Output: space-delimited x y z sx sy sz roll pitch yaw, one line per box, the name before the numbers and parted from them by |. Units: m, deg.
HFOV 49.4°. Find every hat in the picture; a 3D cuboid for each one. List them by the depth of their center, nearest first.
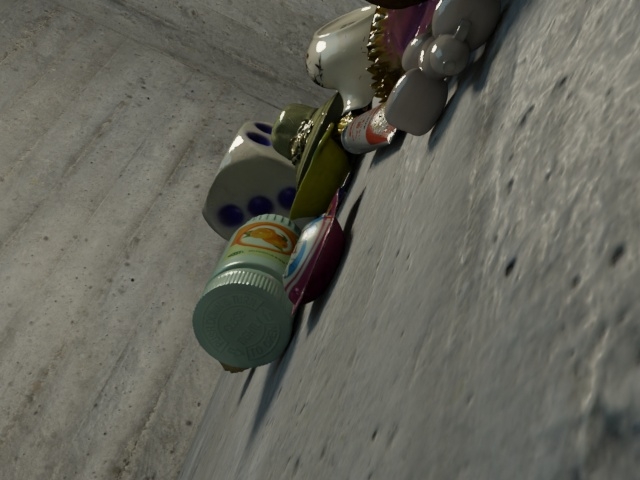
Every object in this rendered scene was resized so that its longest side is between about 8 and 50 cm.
hat | -0.041 -0.217 1.404 0.252 0.110 0.251 24 -90 -86

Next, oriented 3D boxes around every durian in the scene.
durian | 0.135 -0.360 1.029 0.191 0.112 0.341 -167 99 -82

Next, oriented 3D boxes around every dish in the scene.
dish | 0.012 -0.113 1.297 0.148 0.080 0.207 -67 3 -62

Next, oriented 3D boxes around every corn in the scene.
corn | 0.059 -0.210 1.327 0.203 0.072 0.072 -138 73 -84

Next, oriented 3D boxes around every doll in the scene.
doll | 0.120 -0.186 0.686 0.160 0.059 0.161 119 174 -49

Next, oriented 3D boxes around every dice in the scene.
dice | -0.121 -0.127 1.689 0.243 0.259 0.251 -78 14 -61

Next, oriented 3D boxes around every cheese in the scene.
cheese | 0.000 0.000 1.002 0.155 0.062 0.244 119 174 -54

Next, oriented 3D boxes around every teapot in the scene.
teapot | 0.086 -0.356 1.309 0.208 0.165 0.300 -24 12 34

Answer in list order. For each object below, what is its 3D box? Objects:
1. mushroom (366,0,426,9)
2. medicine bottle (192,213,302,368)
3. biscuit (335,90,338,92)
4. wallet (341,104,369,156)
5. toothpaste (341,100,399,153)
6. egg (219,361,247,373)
mushroom | 0.131 -0.376 0.713 0.297 0.163 0.278 -36 20 34
medicine bottle | -0.107 0.071 1.207 0.318 0.158 0.158 -80 15 -67
biscuit | 0.105 -0.487 2.026 0.281 0.084 0.179 -85 20 -76
wallet | 0.065 -0.254 1.598 0.169 0.044 0.317 -59 9 22
toothpaste | 0.085 -0.163 0.998 0.089 0.057 0.234 -63 13 -6
egg | -0.174 0.216 1.499 0.116 0.118 0.140 54 -144 -45
